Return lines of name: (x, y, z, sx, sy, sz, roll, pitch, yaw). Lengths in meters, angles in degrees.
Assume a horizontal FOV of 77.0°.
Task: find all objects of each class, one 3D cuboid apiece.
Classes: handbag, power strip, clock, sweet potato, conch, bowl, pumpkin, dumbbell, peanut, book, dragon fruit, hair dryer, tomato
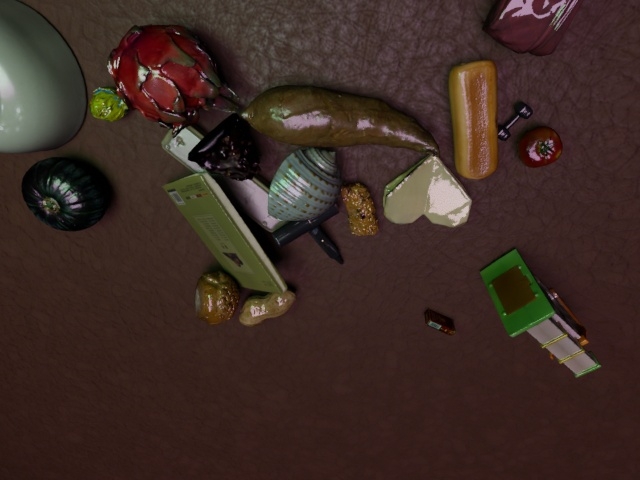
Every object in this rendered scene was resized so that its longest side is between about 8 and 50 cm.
handbag: (0.391, -0.441, 0.687, 0.135, 0.146, 0.225, 23, 117, -1)
power strip: (-0.205, -0.145, 0.987, 0.388, 0.066, 0.092, 39, 111, -11)
clock: (0.533, 0.184, 0.971, 0.255, 0.219, 0.106, 38, 118, -21)
sweet potato: (0.044, -0.252, 0.856, 0.423, 0.130, 0.130, 10, 119, 1)
conch: (-0.025, -0.112, 0.906, 0.131, 0.172, 0.199, 24, 108, 8)
bowl: (-0.740, -0.345, 0.886, 0.354, 0.185, 0.353, 4, 119, 7)
pumpkin: (-0.650, -0.114, 1.024, 0.202, 0.140, 0.201, 5, 120, 9)
dumbbell: (0.406, -0.250, 0.851, 0.036, 0.040, 0.083, 18, 125, -37)
peanut: (-0.154, 0.185, 1.145, 0.193, 0.089, 0.089, -25, 112, 15)
book: (-0.244, -0.010, 1.010, 0.239, 0.035, 0.352, 0, 129, 48)
dragon fruit: (-0.302, -0.333, 0.826, 0.274, 0.192, 0.193, 13, 141, 2)
hair dryer: (-0.011, 0.011, 1.024, 0.173, 0.050, 0.194, -29, 125, -6)
tomato: (0.460, -0.197, 0.851, 0.087, 0.075, 0.087, 2, 103, 7)

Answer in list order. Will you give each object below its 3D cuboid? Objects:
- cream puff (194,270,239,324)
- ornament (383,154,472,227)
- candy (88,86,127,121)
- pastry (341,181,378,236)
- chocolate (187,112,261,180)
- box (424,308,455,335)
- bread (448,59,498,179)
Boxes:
cream puff: (-0.284, 0.159, 1.117, 0.115, 0.165, 0.150, -1, 97, -26)
ornament: (0.252, -0.118, 0.938, 0.201, 0.059, 0.180, 5, 118, 3)
candy: (-0.400, -0.314, 0.927, 0.262, 0.073, 0.077, 0, 94, 1)
pastry: (0.096, -0.076, 0.983, 0.080, 0.056, 0.140, -1, 125, 18)
chocolate: (-0.191, -0.185, 0.881, 0.156, 0.156, 0.133, -33, 118, 23)
box: (0.329, 0.226, 1.111, 0.082, 0.051, 0.023, 24, 120, -4)
bread: (0.319, -0.249, 0.843, 0.093, 0.074, 0.239, -13, 117, 2)
